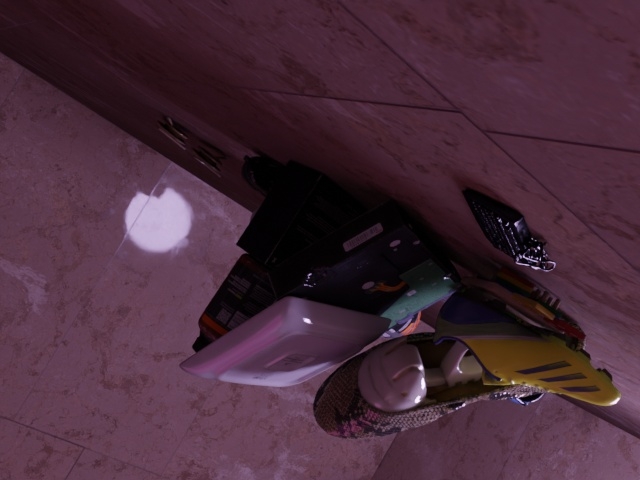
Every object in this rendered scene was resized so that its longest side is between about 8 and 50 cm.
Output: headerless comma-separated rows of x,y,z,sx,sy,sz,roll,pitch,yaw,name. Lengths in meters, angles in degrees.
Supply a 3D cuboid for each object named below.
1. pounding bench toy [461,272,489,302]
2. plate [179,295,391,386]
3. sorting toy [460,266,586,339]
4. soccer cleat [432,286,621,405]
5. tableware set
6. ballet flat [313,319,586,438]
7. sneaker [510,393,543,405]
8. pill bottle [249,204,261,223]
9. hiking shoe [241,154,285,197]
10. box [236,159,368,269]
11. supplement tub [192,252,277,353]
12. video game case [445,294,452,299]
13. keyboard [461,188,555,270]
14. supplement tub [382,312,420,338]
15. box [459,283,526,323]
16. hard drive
0.285,0.111,1.363,0.065,0.083,0.052,29,176,14,pounding bench toy
-0.054,0.192,1.289,0.277,0.278,0.045,17,-131,-47,plate
0.304,0.084,1.150,0.132,0.046,0.274,31,177,-10,sorting toy
0.305,0.182,1.132,0.289,0.121,0.093,30,176,10,soccer cleat
-0.310,-0.237,1.818,0.194,0.039,0.128,39,-175,-21,tableware set
0.217,0.210,1.266,0.182,0.482,0.164,83,174,-61,ballet flat
0.414,0.307,1.635,0.147,0.130,0.330,31,174,17,sneaker
-0.086,-0.022,1.995,0.152,0.152,0.272,33,175,-32,pill bottle
-0.060,-0.087,1.455,0.226,0.086,0.114,32,179,-1,hiking shoe
0.000,0.000,1.382,0.103,0.184,0.261,26,174,44,box
-0.150,0.129,1.356,0.106,0.198,0.106,34,179,1,supplement tub
0.300,0.131,1.997,0.157,0.019,0.143,30,176,0,video game case
0.216,0.003,0.871,0.100,0.038,0.192,29,176,27,keyboard
0.184,0.187,2.289,0.193,0.194,0.316,28,176,33,supplement tub
0.414,0.187,1.540,0.216,0.060,0.270,28,175,41,box
0.090,0.067,1.273,0.339,0.236,0.064,37,-153,-56,hard drive
